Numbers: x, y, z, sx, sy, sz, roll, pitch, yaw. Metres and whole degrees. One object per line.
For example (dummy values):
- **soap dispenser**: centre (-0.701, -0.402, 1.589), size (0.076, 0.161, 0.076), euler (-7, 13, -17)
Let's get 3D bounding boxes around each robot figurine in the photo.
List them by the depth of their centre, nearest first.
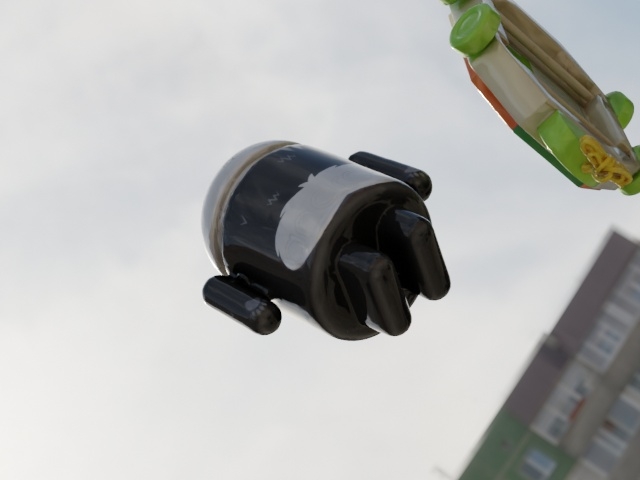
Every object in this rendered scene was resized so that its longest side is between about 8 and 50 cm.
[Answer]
- **robot figurine**: centre (0.002, 0.001, 1.689), size (0.209, 0.278, 0.173), euler (0, -73, -44)

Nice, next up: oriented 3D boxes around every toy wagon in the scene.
- **toy wagon**: centre (0.231, -0.145, 1.694), size (0.267, 0.344, 0.068), euler (37, -67, -25)
